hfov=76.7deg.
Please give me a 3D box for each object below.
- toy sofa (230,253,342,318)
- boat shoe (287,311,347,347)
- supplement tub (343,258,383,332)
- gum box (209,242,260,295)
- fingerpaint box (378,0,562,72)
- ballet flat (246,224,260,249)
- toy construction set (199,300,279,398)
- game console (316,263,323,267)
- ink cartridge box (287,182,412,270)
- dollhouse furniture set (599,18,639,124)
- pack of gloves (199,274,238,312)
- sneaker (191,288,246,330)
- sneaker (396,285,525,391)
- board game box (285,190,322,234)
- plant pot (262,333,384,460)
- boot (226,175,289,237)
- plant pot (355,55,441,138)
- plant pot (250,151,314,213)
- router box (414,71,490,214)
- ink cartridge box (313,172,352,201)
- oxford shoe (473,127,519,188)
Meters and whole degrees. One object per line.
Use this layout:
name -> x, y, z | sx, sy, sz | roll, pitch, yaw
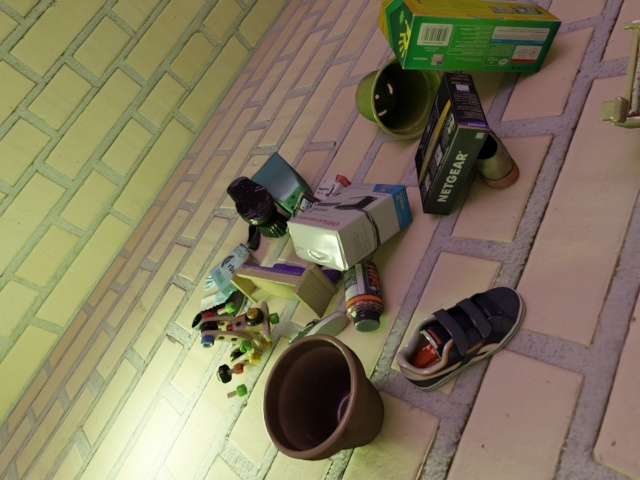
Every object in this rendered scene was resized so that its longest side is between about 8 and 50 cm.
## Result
toy sofa -> -0.116, 0.122, 1.344 | 0.362, 0.150, 0.177 | 4, 54, 45
boat shoe -> -0.016, 0.270, 1.206 | 0.219, 0.078, 0.070 | -40, 41, 14
supplement tub -> 0.122, 0.157, 1.145 | 0.106, 0.106, 0.198 | -27, 44, 25
gum box -> -0.356, 0.116, 1.657 | 0.184, 0.041, 0.157 | -42, 41, -5
fingerpaint box -> 0.444, -0.693, 1.297 | 0.444, 0.163, 0.371 | -2, 47, -7
ballet flat -> -0.290, -0.031, 1.734 | 0.057, 0.049, 0.173 | -31, 42, 20
toy construction set -> -0.228, 0.291, 1.328 | 0.237, 0.257, 0.309 | -23, 20, 5
game console -> 0.000, 0.000, 1.409 | 0.144, 0.124, 0.085 | -45, 12, 5
ink cartridge box -> 0.091, -0.057, 1.221 | 0.307, 0.129, 0.223 | -34, 30, -33
dollhouse furniture set -> 0.726, -0.385, 0.800 | 0.173, 0.355, 0.303 | 12, 107, 49
pack of gloves -> -0.432, 0.188, 1.696 | 0.232, 0.046, 0.195 | -27, 43, 26
sneaker -> -0.379, 0.265, 1.523 | 0.083, 0.118, 0.222 | 22, 76, 50
sneaker -> 0.312, 0.209, 0.907 | 0.321, 0.127, 0.126 | -44, 37, 5
board game box -> -0.051, -0.082, 1.504 | 0.141, 0.048, 0.170 | 37, 109, 49
plant pot -> 0.034, 0.382, 0.945 | 0.263, 0.229, 0.263 | -26, 44, 28
boot -> -0.207, -0.090, 1.537 | 0.131, 0.260, 0.348 | -37, 36, -2
plant pot -> 0.255, -0.523, 1.473 | 0.276, 0.276, 0.254 | -49, 27, 1
plant pot -> -0.141, -0.213, 1.662 | 0.165, 0.165, 0.234 | -46, 47, 4
router box -> 0.350, -0.261, 1.127 | 0.081, 0.309, 0.243 | 4, 53, -2
ink cartridge box -> 0.041, -0.183, 1.535 | 0.099, 0.056, 0.135 | 26, 78, 50
oxford shoe -> 0.451, -0.299, 1.178 | 0.123, 0.130, 0.348 | -37, 40, 15
